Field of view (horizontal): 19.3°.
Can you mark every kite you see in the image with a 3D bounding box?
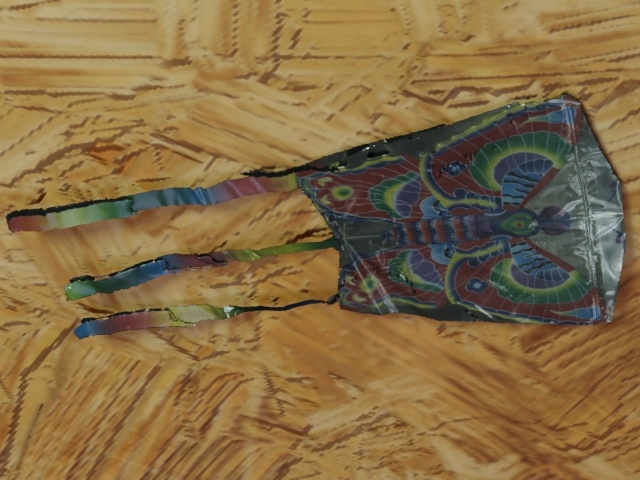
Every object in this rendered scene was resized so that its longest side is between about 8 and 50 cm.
[{"bbox_3d":[0.000,0.000,0.894,0.285,0.015,0.152,-7,135,9],"label":"kite"}]
